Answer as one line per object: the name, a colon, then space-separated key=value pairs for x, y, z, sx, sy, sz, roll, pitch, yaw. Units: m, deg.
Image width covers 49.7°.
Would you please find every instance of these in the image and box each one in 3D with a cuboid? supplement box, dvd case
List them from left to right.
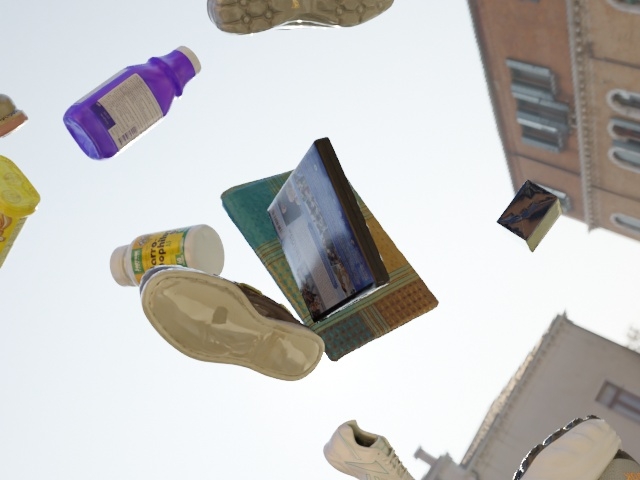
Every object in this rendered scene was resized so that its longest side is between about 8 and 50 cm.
dvd case: x=0.000 y=0.000 z=0.871 sx=0.022 sy=0.180 sz=0.253 roll=-20 pitch=-9 yaw=-22
supplement box: x=0.325 y=-0.036 z=1.072 sx=0.083 sy=0.056 sz=0.083 roll=-54 pitch=-28 yaw=3

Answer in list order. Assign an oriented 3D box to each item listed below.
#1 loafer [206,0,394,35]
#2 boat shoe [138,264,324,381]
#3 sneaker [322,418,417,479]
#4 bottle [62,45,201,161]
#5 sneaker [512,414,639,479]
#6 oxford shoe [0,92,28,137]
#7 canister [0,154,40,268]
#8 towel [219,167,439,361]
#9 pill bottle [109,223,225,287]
loafer: x=-0.031 y=-0.405 z=1.141 sx=0.320 sy=0.111 sz=0.112 roll=-11 pitch=-58 yaw=-19
boat shoe: x=-0.130 y=0.110 z=0.982 sx=0.324 sy=0.097 sz=0.116 roll=30 pitch=-84 yaw=-41
sneaker: x=0.076 y=0.281 z=0.854 sx=0.054 sy=0.152 sz=0.061 roll=-33 pitch=-29 yaw=-62
bottle: x=-0.346 y=-0.270 z=1.310 sx=0.283 sy=0.092 sz=0.118 roll=-47 pitch=-52 yaw=-28
sneaker: x=0.123 y=0.212 z=0.421 sx=0.272 sy=0.108 sz=0.100 roll=-25 pitch=-37 yaw=-28
oxford shoe: x=-0.574 y=-0.142 z=0.846 sx=0.397 sy=0.140 sz=0.146 roll=-14 pitch=-71 yaw=-10
canister: x=-0.559 y=-0.043 z=1.173 sx=0.170 sy=0.126 sz=0.073 roll=-50 pitch=-14 yaw=30
towel: x=0.016 y=0.020 z=1.253 sx=0.272 sy=0.370 sz=0.040 roll=-21 pitch=-24 yaw=-34
pill bottle: x=-0.304 y=0.038 z=1.356 sx=0.118 sy=0.209 sz=0.117 roll=32 pitch=-126 yaw=-59
